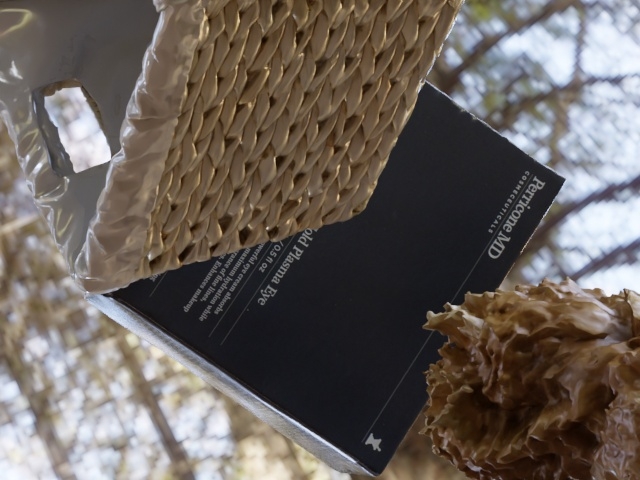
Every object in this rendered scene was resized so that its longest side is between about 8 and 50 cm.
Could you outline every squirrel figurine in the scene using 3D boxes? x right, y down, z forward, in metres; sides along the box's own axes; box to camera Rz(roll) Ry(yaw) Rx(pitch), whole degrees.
[{"bbox_3d":[0.239,0.173,1.081,0.281,0.370,0.397,-29,-74,-5],"label":"squirrel figurine"}]

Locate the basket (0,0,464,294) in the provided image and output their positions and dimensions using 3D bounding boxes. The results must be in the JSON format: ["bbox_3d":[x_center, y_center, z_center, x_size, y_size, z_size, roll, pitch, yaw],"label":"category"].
[{"bbox_3d":[-0.095,-0.191,1.282,0.266,0.328,0.331,-10,-34,-29],"label":"basket"}]

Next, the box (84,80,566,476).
[{"bbox_3d":[0.000,0.000,1.618,0.312,0.179,0.343,35,-102,-6],"label":"box"}]
